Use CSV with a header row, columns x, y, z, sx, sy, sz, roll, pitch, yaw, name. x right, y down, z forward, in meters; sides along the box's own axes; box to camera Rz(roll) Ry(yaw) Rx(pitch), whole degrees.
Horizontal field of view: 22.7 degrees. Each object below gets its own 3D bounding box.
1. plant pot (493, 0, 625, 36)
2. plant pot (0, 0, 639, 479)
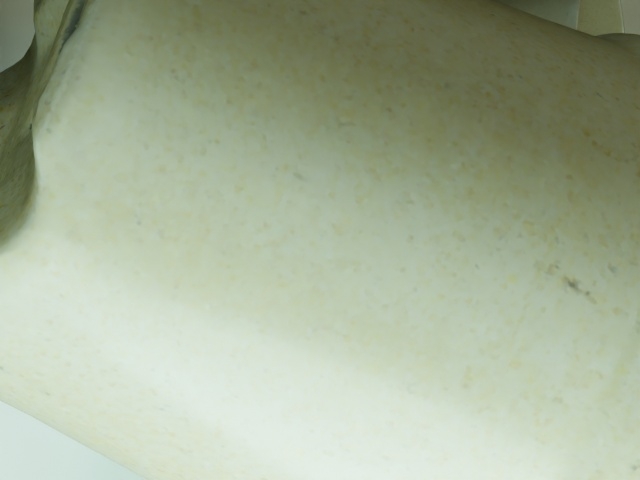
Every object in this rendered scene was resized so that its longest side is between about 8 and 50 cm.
x,y,z,sx,sy,sz,roll,pitch,yaw,name
0.154,-0.105,1.392,0.284,0.191,0.284,0,90,-70,plant pot
0.000,0.000,0.708,0.305,0.334,0.334,25,57,-19,plant pot
